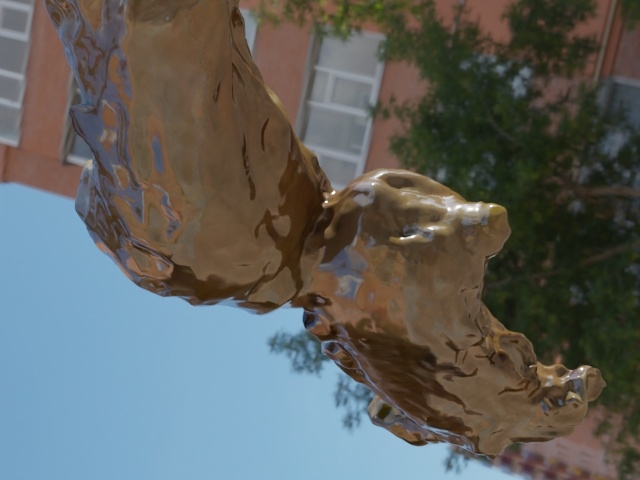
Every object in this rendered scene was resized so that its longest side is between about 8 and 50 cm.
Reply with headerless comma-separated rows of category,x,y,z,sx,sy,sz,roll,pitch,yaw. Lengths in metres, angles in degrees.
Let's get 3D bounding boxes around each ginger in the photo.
ginger,0.001,0.002,0.380,0.290,0.122,0.084,45,-131,-36
